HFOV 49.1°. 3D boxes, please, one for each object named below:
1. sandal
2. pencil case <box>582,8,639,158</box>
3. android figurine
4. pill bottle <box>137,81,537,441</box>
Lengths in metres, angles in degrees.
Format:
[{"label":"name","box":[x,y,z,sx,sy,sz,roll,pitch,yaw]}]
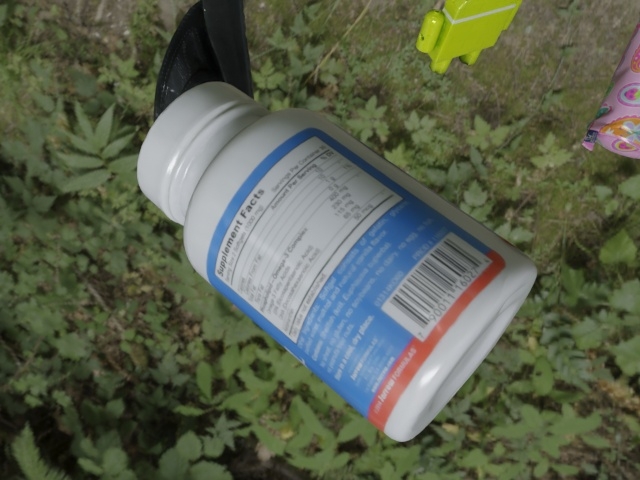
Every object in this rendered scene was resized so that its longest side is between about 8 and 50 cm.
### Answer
[{"label":"sandal","box":[-0.140,-0.188,0.795,0.107,0.445,0.167,-3,167,-13]},{"label":"pencil case","box":[0.516,-0.266,1.096,0.124,0.124,0.284,23,96,2]},{"label":"android figurine","box":[0.322,-0.471,1.483,0.056,0.248,0.273,61,160,22]},{"label":"pill bottle","box":[0.000,0.000,0.411,0.221,0.124,0.124,38,143,21]}]
